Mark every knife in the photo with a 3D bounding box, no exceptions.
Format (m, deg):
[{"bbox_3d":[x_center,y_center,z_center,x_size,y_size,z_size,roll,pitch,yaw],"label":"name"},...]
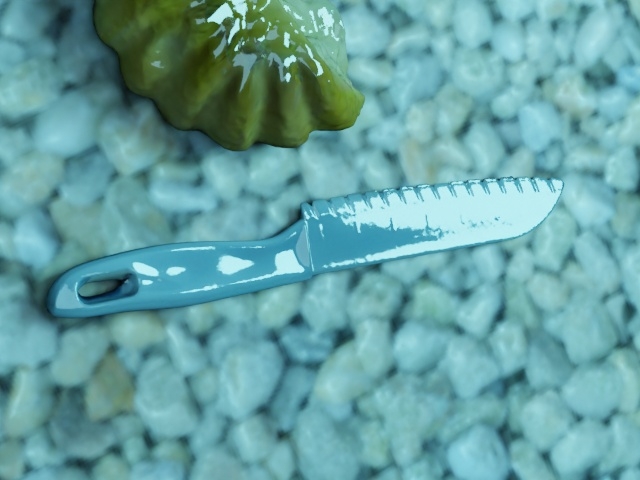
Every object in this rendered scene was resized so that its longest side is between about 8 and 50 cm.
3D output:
[{"bbox_3d":[0.000,0.000,1.049,0.313,0.019,0.044,-10,93,-26],"label":"knife"}]

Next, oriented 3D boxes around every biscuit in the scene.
[{"bbox_3d":[-0.052,-0.116,0.996,0.118,0.061,0.183,-40,107,-16],"label":"biscuit"}]
